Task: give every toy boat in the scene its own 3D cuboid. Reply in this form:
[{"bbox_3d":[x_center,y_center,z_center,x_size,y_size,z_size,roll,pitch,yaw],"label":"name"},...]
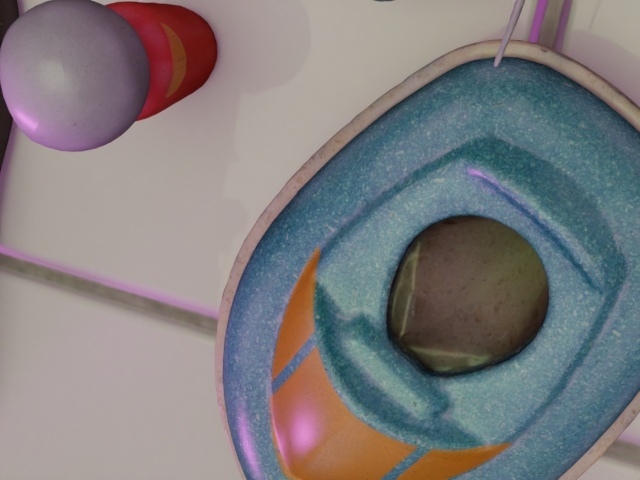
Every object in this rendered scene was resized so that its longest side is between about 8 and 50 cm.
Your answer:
[{"bbox_3d":[0.000,0.000,0.644,0.318,0.148,0.267,39,111,6],"label":"toy boat"}]

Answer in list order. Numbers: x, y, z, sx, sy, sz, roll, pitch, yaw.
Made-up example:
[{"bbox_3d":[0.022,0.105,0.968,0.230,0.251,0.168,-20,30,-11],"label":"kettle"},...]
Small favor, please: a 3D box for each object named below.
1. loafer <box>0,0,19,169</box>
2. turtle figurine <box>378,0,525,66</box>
[{"bbox_3d":[-0.239,-0.038,0.725,0.134,0.130,0.366,4,103,18],"label":"loafer"},{"bbox_3d":[0.035,-0.192,0.607,0.175,0.118,0.234,7,89,2],"label":"turtle figurine"}]
